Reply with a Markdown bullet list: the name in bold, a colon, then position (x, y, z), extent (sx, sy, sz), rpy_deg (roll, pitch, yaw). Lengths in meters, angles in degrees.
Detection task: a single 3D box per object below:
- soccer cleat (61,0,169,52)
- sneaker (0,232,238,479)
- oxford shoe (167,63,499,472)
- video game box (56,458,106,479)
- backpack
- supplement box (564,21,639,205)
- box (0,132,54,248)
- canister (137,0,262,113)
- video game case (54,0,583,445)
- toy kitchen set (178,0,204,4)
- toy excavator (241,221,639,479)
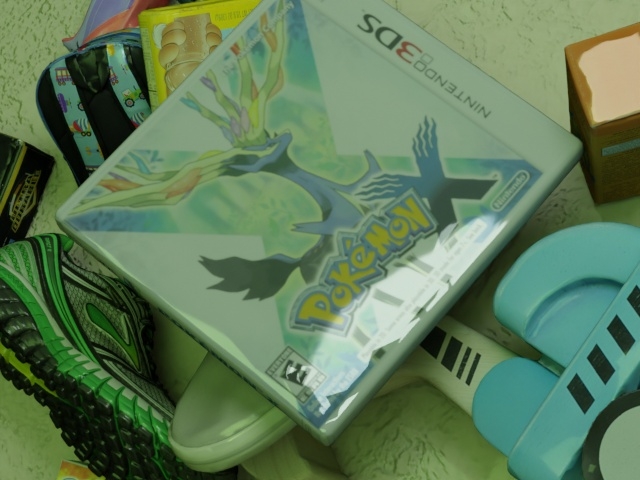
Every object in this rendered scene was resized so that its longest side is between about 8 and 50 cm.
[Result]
- **soccer cleat**: position (-0.170, -0.277, 1.693), extent (0.095, 0.083, 0.248), rpy_deg (28, 92, 27)
- **sneaker**: position (-0.192, 0.108, 1.579), extent (0.146, 0.134, 0.343), rpy_deg (-35, 65, -29)
- **oxford shoe**: position (0.000, 0.000, 1.472), extent (0.169, 0.130, 0.449), rpy_deg (13, 61, 52)
- **video game box**: position (-0.171, 0.318, 1.585), extent (0.205, 0.048, 0.187), rpy_deg (12, 81, 21)
- **backpack**: position (-0.177, -0.123, 1.597), extent (0.158, 0.173, 0.117), rpy_deg (-16, 32, 19)
- **supplement box**: position (0.251, -0.100, 1.415), extent (0.080, 0.233, 0.078), rpy_deg (-18, 73, 7)
- **box**: position (-0.459, -0.021, 1.743), extent (0.322, 0.079, 0.257), rpy_deg (20, 84, 22)
- **canister**: position (-0.093, -0.126, 1.512), extent (0.073, 0.126, 0.170), rpy_deg (13, 114, 58)
- **video game case**: position (-0.001, -0.045, 1.402), extent (0.300, 0.036, 0.329), rpy_deg (38, 75, 17)
- **toy kitchen set**: position (-0.071, -0.173, 1.585), extent (0.122, 0.166, 0.207), rpy_deg (-47, 68, 6)
- **toy excavator**: position (0.181, 0.115, 1.440), extent (0.445, 0.222, 0.433), rpy_deg (37, 93, 36)
